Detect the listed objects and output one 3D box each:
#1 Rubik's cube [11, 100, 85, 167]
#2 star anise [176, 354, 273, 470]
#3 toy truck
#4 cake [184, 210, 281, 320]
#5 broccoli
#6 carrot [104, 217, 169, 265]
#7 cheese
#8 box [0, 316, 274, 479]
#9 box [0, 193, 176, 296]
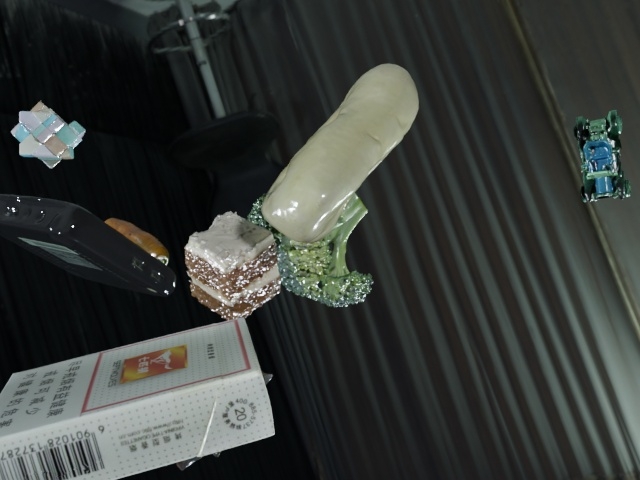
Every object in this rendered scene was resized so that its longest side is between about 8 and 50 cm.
[{"bbox_3d":[-0.373,-0.141,0.878,0.075,0.073,0.084,-56,143,8],"label":"Rubik's cube"},{"bbox_3d":[-0.256,0.402,1.573,0.331,0.117,0.332,-40,-165,13],"label":"star anise"},{"bbox_3d":[0.475,-0.143,1.101,0.080,0.154,0.078,-7,177,34],"label":"toy truck"},{"bbox_3d":[-0.156,0.045,1.167,0.135,0.134,0.147,-36,143,-40],"label":"cake"},{"bbox_3d":[-0.013,0.012,1.615,0.302,0.375,0.249,-44,180,23],"label":"broccoli"},{"bbox_3d":[-0.416,0.008,1.426,0.087,0.193,0.087,-36,143,-34],"label":"carrot"},{"bbox_3d":[0.036,-0.141,1.085,0.351,0.129,0.328,-53,180,16],"label":"cheese"},{"bbox_3d":[-0.237,0.206,0.822,0.330,0.095,0.210,-14,-166,-10],"label":"box"},{"bbox_3d":[-0.187,0.008,0.497,0.126,0.027,0.125,7,156,32],"label":"box"}]
